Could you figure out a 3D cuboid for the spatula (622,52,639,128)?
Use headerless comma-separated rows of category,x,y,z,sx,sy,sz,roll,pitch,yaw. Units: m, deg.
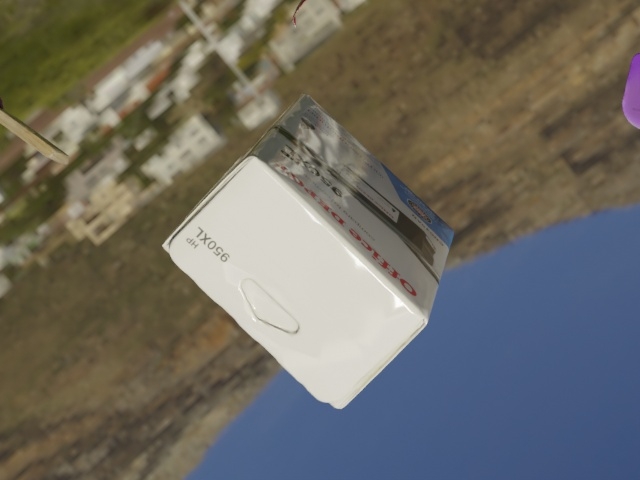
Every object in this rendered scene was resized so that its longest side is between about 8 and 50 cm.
spatula,0.440,-0.277,1.989,0.084,0.030,0.296,14,-95,29

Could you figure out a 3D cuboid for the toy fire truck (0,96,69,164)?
toy fire truck,-0.451,-0.135,1.955,0.246,0.158,0.217,-15,-179,18

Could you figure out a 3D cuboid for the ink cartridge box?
ink cartridge box,0.000,0.000,2.011,0.166,0.285,0.395,-46,-175,18

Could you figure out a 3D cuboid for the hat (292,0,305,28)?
hat,0.049,-0.341,1.717,0.209,0.173,0.183,-12,180,4
